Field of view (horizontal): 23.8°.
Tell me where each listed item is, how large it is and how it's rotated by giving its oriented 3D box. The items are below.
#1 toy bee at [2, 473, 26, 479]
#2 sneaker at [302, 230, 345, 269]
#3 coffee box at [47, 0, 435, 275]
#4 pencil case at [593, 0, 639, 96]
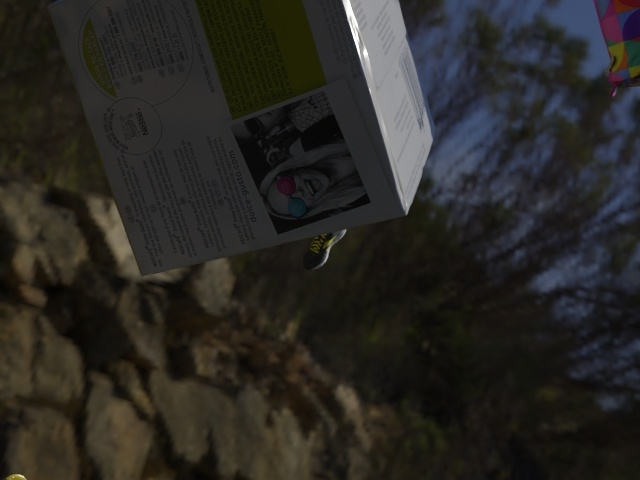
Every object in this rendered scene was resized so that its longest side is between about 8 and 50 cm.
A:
[{"bbox_3d":[-0.421,0.336,1.671,0.298,0.195,0.162,10,-29,5],"label":"toy bee"},{"bbox_3d":[0.000,0.000,1.970,0.031,0.083,0.035,24,-23,28],"label":"sneaker"},{"bbox_3d":[-0.079,-0.199,1.823,0.334,0.338,0.337,-13,17,15],"label":"coffee box"},{"bbox_3d":[0.451,-0.337,2.238,0.104,0.236,0.104,-11,-4,-1],"label":"pencil case"}]
